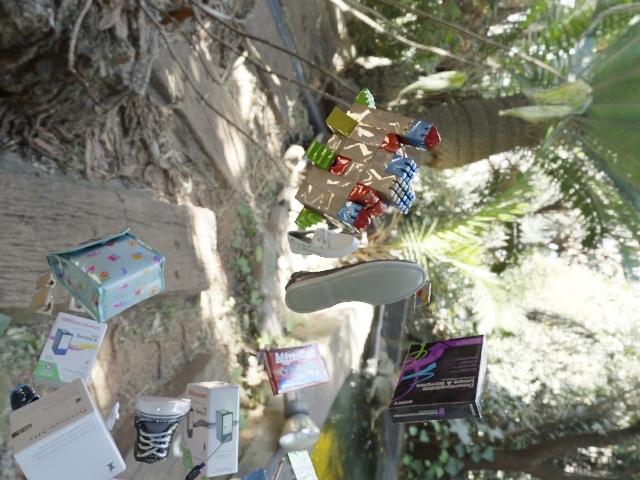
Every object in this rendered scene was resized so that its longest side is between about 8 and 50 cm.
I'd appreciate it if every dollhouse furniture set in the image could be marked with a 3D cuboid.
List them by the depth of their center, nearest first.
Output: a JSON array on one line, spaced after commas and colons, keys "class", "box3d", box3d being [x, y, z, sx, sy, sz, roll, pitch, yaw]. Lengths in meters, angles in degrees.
[{"class": "dollhouse furniture set", "box3d": [-0.769, 0.155, 1.598, 0.151, 0.123, 0.144, 23, 57, -40]}]

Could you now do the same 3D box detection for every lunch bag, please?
[{"class": "lunch bag", "box3d": [-0.608, 0.072, 1.489, 0.223, 0.262, 0.160, -29, 144, -45]}]

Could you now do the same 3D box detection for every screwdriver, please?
[{"class": "screwdriver", "box3d": [-0.285, 0.558, 1.338, 0.024, 0.170, 0.025, 38, 14, -29]}]

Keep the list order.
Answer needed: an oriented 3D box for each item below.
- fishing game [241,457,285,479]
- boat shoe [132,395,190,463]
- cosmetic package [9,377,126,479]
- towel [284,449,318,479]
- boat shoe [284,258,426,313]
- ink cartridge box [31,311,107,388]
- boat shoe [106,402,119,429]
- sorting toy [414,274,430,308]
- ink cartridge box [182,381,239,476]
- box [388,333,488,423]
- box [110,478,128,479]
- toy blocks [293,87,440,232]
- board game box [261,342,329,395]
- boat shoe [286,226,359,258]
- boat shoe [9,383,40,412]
[{"class": "fishing game", "box3d": [-0.178, 0.550, 1.079, 0.041, 0.264, 0.189, 41, 39, -10]}, {"class": "boat shoe", "box3d": [-0.390, 0.459, 1.268, 0.340, 0.127, 0.158, 133, -37, -68]}, {"class": "cosmetic package", "box3d": [-0.507, 0.401, 1.048, 0.151, 0.184, 0.151, -27, 111, -27]}, {"class": "towel", "box3d": [-0.044, 0.646, 1.419, 0.113, 0.023, 0.152, 32, 29, -57]}, {"class": "boat shoe", "box3d": [0.048, 0.054, 0.770, 0.065, 0.206, 0.075, -93, 171, -59]}, {"class": "ink cartridge box", "box3d": [-0.786, 0.352, 1.656, 0.093, 0.154, 0.212, -49, -153, 48]}, {"class": "boat shoe", "box3d": [-0.775, 0.661, 1.974, 0.035, 0.035, 0.100, -48, -159, 48]}, {"class": "sorting toy", "box3d": [0.266, 0.132, 1.375, 0.062, 0.012, 0.083, -39, -147, 52]}, {"class": "ink cartridge box", "box3d": [-0.364, 0.617, 1.750, 0.115, 0.198, 0.272, 8, 77, -36]}, {"class": "box", "box3d": [0.166, 0.187, 0.722, 0.029, 0.116, 0.162, 69, 25, -15]}, {"class": "box", "box3d": [-0.698, 0.873, 1.661, 0.117, 0.214, 0.243, -64, -151, 4]}, {"class": "toy blocks", "box3d": [0.122, -0.160, 1.258, 0.381, 0.261, 0.191, -58, 143, -6]}, {"class": "board game box", "box3d": [-0.079, 0.428, 1.774, 0.281, 0.027, 0.145, 7, 58, -54]}, {"class": "boat shoe", "box3d": [0.000, 0.000, 1.888, 0.098, 0.277, 0.096, -67, 146, -41]}, {"class": "boat shoe", "box3d": [-0.920, 0.575, 1.675, 0.109, 0.089, 0.258, -51, 151, -45]}]
